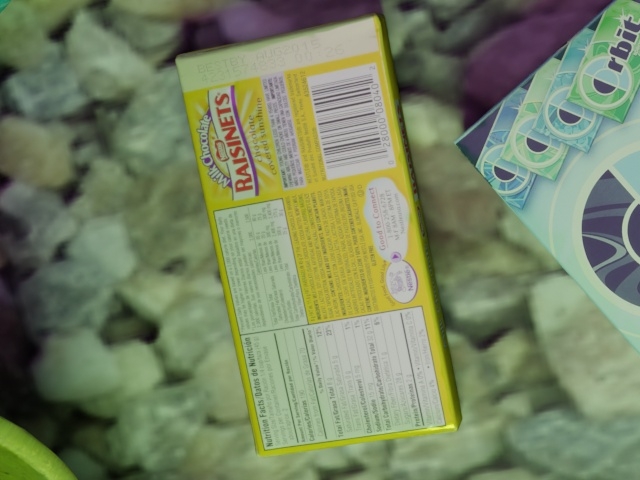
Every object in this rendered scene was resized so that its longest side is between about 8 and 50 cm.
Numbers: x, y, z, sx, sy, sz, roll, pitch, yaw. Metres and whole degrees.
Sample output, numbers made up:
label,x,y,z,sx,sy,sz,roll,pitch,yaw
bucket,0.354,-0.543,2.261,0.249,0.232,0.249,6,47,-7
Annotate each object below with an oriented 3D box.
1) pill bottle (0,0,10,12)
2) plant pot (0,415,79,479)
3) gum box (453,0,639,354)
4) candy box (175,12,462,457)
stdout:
label,x,y,z,sx,sy,sz,roll,pitch,yaw
pill bottle,-0.192,-0.170,0.621,0.146,0.146,0.264,46,106,4
plant pot,-0.338,0.205,0.604,0.353,0.366,0.366,12,102,37
gum box,0.180,-0.028,0.604,0.157,0.041,0.184,-41,86,16
candy box,0.000,0.000,0.660,0.105,0.027,0.205,-9,96,18
